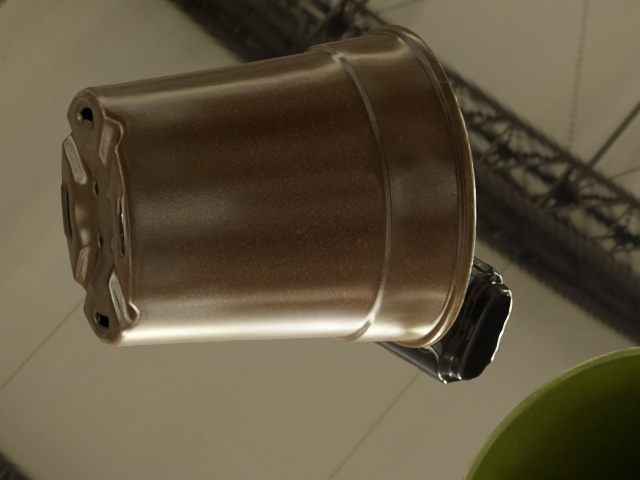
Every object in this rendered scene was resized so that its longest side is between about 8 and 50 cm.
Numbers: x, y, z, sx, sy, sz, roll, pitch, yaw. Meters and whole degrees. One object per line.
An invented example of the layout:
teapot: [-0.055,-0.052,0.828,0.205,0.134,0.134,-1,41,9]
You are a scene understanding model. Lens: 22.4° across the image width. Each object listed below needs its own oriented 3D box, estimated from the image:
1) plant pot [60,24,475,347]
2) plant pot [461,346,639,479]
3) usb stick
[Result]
plant pot: [-0.035,-0.020,0.800,0.165,0.167,0.167,-6,-100,-21]
plant pot: [0.261,0.239,1.056,0.274,0.293,0.275,-11,-114,26]
usb stick: [0.000,0.000,1.006,0.045,0.278,0.077,10,-75,-51]
